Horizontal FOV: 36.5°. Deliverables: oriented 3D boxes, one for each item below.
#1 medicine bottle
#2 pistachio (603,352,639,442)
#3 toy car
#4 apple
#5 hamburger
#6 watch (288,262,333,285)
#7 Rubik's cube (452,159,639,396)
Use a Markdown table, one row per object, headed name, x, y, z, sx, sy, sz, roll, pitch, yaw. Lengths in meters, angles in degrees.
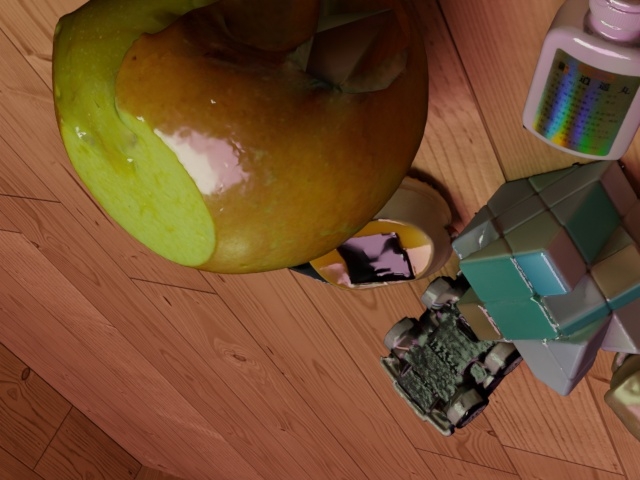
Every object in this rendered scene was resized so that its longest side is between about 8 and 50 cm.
| name | x | y | z | sx | sy | sz | roll | pitch | yaw |
| --- | --- | --- | --- | --- | --- | --- | --- | --- | --- |
| medicine bottle | 0.270 | -0.171 | 0.936 | 0.115 | 0.078 | 0.219 | 24 | 153 | 13 |
| pistachio | 0.531 | 0.225 | 1.295 | 0.293 | 0.162 | 0.181 | 19 | 125 | 17 |
| toy car | 0.220 | 0.155 | 1.449 | 0.172 | 0.158 | 0.235 | 47 | 118 | 21 |
| apple | -0.081 | -0.150 | 0.991 | 0.384 | 0.374 | 0.374 | 17 | 156 | -17 |
| hamburger | 0.078 | -0.009 | 1.333 | 0.210 | 0.116 | 0.173 | -13 | 125 | 32 |
| watch | 0.000 | 0.000 | 1.499 | 0.193 | 0.068 | 0.206 | 6 | 149 | 30 |
| Rubik's cube | 0.298 | 0.042 | 1.137 | 0.265 | 0.224 | 0.213 | -11 | 118 | 54 |
